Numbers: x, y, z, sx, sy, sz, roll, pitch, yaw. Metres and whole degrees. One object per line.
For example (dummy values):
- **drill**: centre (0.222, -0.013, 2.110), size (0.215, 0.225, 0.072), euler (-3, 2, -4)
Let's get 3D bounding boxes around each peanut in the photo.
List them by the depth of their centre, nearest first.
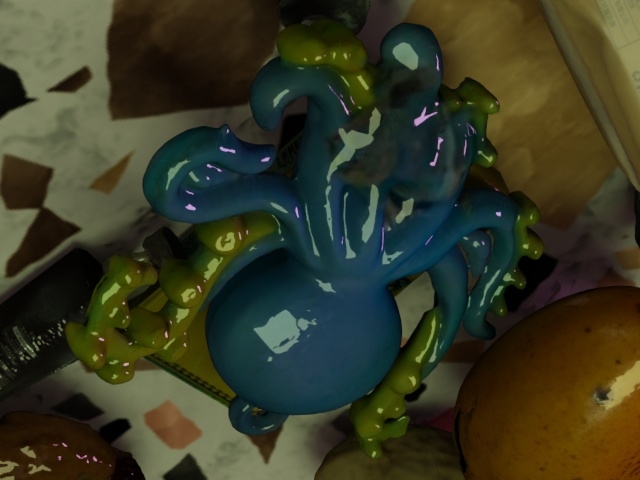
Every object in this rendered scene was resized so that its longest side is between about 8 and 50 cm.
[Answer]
- **peanut**: centre (0.115, 0.219, 1.561), size (0.274, 0.111, 0.125), euler (18, 136, -25)

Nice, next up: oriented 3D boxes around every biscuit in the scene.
- **biscuit**: centre (-0.272, 0.231, 1.443), size (0.295, 0.075, 0.296), euler (-8, 145, -6)

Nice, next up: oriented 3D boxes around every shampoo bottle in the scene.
- **shampoo bottle**: centre (-0.186, 0.057, 1.351), size (0.207, 0.063, 0.057), euler (-33, 132, 14)

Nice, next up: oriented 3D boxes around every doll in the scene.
- **doll**: centre (0.000, 0.000, 1.292), size (0.346, 0.099, 0.341), euler (7, 117, -36)

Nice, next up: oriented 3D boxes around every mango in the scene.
- **mango**: centre (0.196, 0.126, 1.413), size (0.191, 0.160, 0.290), euler (-16, 155, -12)

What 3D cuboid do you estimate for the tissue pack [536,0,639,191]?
- **tissue pack**: centre (0.237, -0.154, 1.170), size (0.186, 0.090, 0.222), euler (-27, 109, 7)

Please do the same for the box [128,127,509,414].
- **box**: centre (-0.011, 0.011, 1.377), size (0.279, 0.041, 0.153), euler (-41, 129, 20)

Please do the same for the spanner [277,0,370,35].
- **spanner**: centre (0.073, -0.220, 1.166), size (0.071, 0.017, 0.302), euler (18, 137, -28)

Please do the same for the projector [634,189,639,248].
- **projector**: centre (0.328, -0.089, 1.353), size (0.192, 0.099, 0.257), euler (-12, 132, -5)
